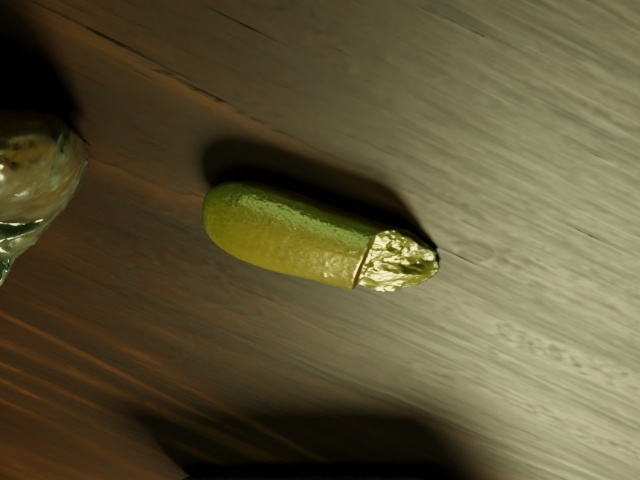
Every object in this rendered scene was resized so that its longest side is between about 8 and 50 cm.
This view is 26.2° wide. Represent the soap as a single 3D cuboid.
[{"bbox_3d":[0.000,0.000,0.947,0.168,0.033,0.089,14,150,4],"label":"soap"}]

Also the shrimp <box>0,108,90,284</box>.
[{"bbox_3d":[-0.284,0.007,1.007,0.221,0.110,0.445,-19,167,-21],"label":"shrimp"}]

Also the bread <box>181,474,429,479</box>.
[{"bbox_3d":[0.032,0.357,1.368,0.333,0.143,0.323,-7,141,33],"label":"bread"}]
